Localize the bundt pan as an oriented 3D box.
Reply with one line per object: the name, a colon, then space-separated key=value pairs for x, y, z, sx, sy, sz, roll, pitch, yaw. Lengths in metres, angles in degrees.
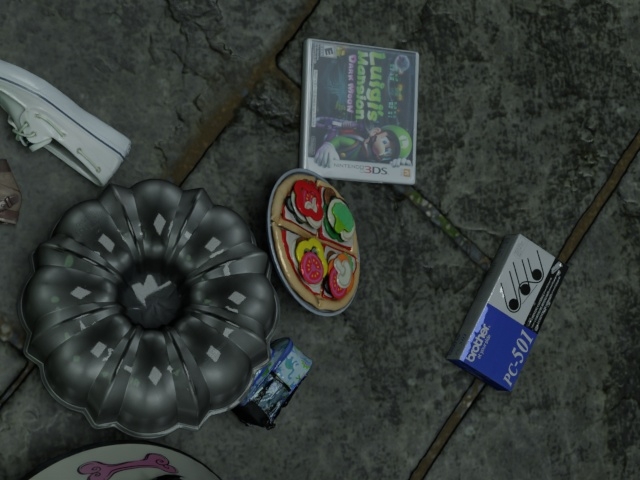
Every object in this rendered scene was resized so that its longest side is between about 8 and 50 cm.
bundt pan: x=-0.204 y=0.072 z=1.605 sx=0.331 sy=0.124 sz=0.331 roll=2 pitch=77 yaw=-9

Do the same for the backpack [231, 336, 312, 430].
backpack: x=-0.072 y=0.176 z=1.716 sx=0.084 sy=0.105 sz=0.114 roll=46 pitch=71 yaw=-13

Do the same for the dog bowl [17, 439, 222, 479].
dog bowl: x=-0.226 y=0.452 z=1.563 sx=0.408 sy=0.150 sz=0.408 roll=-6 pitch=101 yaw=-31

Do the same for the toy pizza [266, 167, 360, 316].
toy pizza: x=0.000 y=0.000 z=1.741 sx=0.201 sy=0.032 sz=0.201 roll=27 pitch=55 yaw=-47

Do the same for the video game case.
video game case: x=0.055 y=-0.177 z=1.834 sx=0.173 sy=0.022 sz=0.190 roll=4 pitch=86 yaw=-24

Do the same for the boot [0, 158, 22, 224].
boot: x=-0.423 y=-0.054 z=1.611 sx=0.118 sy=0.042 sz=0.087 roll=-5 pitch=92 yaw=-23

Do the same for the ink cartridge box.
ink cartridge box: x=0.270 y=0.103 z=1.900 sx=0.097 sy=0.046 sz=0.207 roll=32 pitch=76 yaw=-17

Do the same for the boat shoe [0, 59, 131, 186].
boat shoe: x=-0.340 y=-0.145 z=1.627 sx=0.226 sy=0.083 sz=0.076 roll=30 pitch=75 yaw=-20
